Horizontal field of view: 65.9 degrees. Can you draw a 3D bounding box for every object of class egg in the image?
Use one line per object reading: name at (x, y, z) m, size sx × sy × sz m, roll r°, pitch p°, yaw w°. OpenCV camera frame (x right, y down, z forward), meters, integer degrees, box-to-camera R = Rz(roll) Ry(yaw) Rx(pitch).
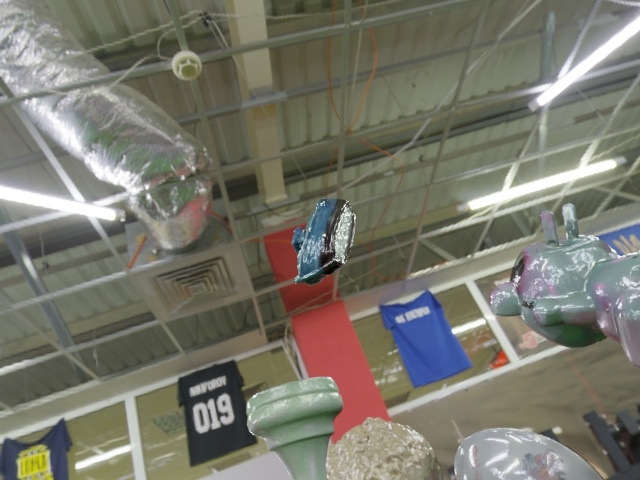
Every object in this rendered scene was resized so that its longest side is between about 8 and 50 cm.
egg at (0.107, 0.505, 0.935) m, size 0.279 × 0.310 × 0.279 m, roll 17°, pitch -23°, yaw 8°

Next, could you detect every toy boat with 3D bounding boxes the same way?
toy boat at (0.000, 0.000, 0.540) m, size 0.060 × 0.137 × 0.060 m, roll -17°, pitch -59°, yaw 21°

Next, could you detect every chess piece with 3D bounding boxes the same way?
chess piece at (-0.010, 0.333, 0.661) m, size 0.139 × 0.272 × 0.139 m, roll -14°, pitch -25°, yaw -6°

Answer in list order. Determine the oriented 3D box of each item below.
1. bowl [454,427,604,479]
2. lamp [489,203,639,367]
bowl at (0.433, 0.591, 1.057) m, size 0.157 × 0.345 × 0.345 m, roll -34°, pitch -13°, yaw -51°
lamp at (0.444, 0.064, 0.796) m, size 0.247 × 0.248 × 0.301 m, roll -19°, pitch 10°, yaw -22°
